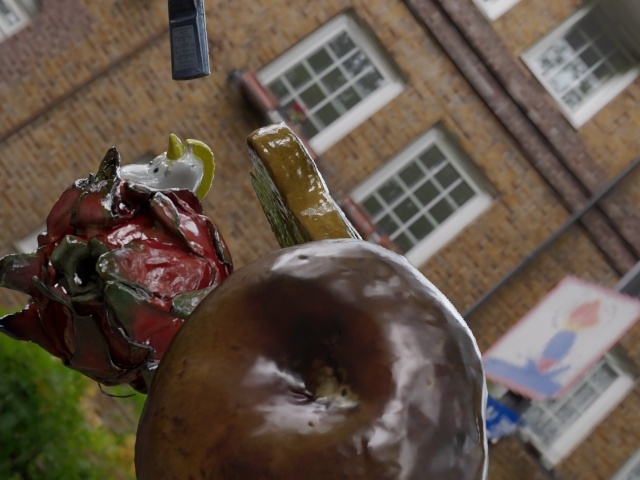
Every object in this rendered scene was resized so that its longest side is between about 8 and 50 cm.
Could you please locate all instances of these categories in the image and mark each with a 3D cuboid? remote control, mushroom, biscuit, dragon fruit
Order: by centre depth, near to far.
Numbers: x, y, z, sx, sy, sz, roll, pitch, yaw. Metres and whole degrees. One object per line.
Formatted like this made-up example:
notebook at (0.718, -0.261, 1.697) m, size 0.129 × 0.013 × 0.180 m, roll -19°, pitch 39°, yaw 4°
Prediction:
mushroom at (-0.003, 0.153, 0.877) m, size 0.267 × 0.267 × 0.255 m, roll 28°, pitch -49°, yaw 40°
dragon fruit at (-0.176, 0.039, 1.110) m, size 0.193 × 0.192 × 0.274 m, roll 40°, pitch 5°, yaw 7°
biscuit at (0.002, -0.001, 1.316) m, size 0.287 × 0.057 × 0.344 m, roll 65°, pitch -8°, yaw -21°
remote control at (-0.149, -0.252, 1.351) m, size 0.043 × 0.027 × 0.153 m, roll -7°, pitch -93°, yaw 19°

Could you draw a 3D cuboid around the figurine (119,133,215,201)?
figurine at (-0.191, -0.050, 1.510) m, size 0.109 × 0.129 × 0.178 m, roll -122°, pitch -151°, yaw -57°
